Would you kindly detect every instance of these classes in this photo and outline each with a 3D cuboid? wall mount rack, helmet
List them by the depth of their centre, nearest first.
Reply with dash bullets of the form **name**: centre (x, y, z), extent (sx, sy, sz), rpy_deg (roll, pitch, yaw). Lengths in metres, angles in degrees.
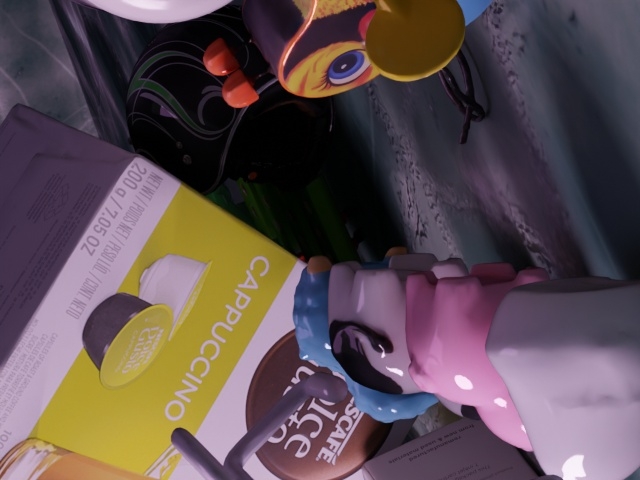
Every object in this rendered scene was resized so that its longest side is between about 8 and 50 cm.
- **wall mount rack**: centre (0.080, 0.208, 0.981), extent (0.350, 0.130, 0.304), rpy_deg (50, 170, -22)
- **helmet**: centre (-0.084, -0.116, 1.429), extent (0.161, 0.169, 0.169), rpy_deg (36, 152, 37)

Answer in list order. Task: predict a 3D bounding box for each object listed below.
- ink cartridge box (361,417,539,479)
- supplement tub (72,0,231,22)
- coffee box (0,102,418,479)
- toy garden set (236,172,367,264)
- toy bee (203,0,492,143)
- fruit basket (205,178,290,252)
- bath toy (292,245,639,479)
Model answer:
- **ink cartridge box**: centre (0.154, 0.299, 1.280), extent (0.283, 0.117, 0.207), rpy_deg (-128, 18, -53)
- **supplement tub**: centre (-0.146, -0.271, 1.329), extent (0.191, 0.191, 0.272), rpy_deg (69, 169, -15)
- **coffee box**: centre (-0.166, 0.128, 1.414), extent (0.334, 0.337, 0.338), rpy_deg (34, 174, -27)
- **toy garden set**: centre (0.000, 0.000, 1.596), extent (0.204, 0.049, 0.244), rpy_deg (66, 166, -22)
- **toy bee**: centre (0.016, -0.134, 0.916), extent (0.195, 0.162, 0.298), rpy_deg (50, 161, 52)
- **fruit basket**: centre (-0.059, 0.074, 1.860), extent (0.353, 0.165, 0.327), rpy_deg (48, -175, -24)
- **bath toy**: centre (0.104, 0.076, 1.007), extent (0.348, 0.151, 0.129), rpy_deg (-172, 78, -69)
